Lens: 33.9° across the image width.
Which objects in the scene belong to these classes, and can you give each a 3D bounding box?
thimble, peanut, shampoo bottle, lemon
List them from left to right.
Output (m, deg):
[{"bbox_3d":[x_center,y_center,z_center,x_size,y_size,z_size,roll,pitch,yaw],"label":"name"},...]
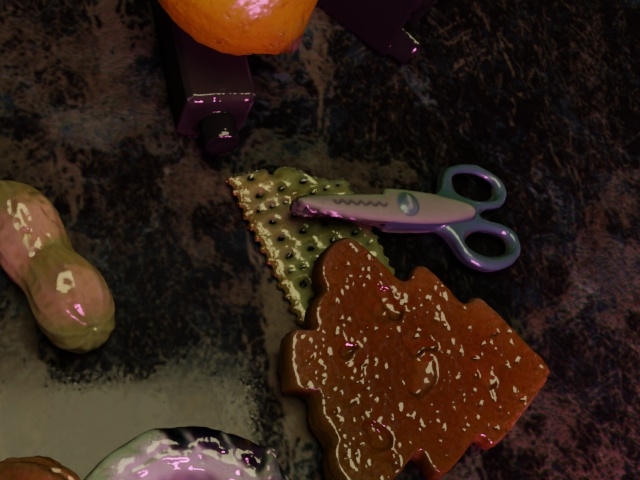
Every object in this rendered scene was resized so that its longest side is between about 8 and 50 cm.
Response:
[{"bbox_3d":[-0.261,0.023,1.005,0.082,0.082,0.187,-29,78,-29],"label":"peanut"},{"bbox_3d":[-0.114,0.283,0.891,0.237,0.150,0.237,9,62,-17],"label":"thimble"},{"bbox_3d":[-0.132,-0.211,1.170,0.079,0.080,0.246,-5,67,-21],"label":"shampoo bottle"},{"bbox_3d":[-0.088,-0.285,1.077,0.181,0.180,0.193,-18,53,-26],"label":"lemon"}]

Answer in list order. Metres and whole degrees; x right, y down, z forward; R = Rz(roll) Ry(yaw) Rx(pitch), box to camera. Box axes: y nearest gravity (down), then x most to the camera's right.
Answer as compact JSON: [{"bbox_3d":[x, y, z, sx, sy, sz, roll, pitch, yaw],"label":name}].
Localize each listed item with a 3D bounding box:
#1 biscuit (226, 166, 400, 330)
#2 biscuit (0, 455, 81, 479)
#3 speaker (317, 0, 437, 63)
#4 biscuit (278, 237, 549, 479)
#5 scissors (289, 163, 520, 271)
[{"bbox_3d":[0.000,0.000,1.150,0.144,0.016,0.203,-18,73,-26],"label":"biscuit"},{"bbox_3d":[-0.247,0.321,0.785,0.277,0.262,0.052,60,17,14],"label":"biscuit"},{"bbox_3d":[0.089,-0.392,1.281,0.254,0.184,0.232,40,58,4],"label":"speaker"},{"bbox_3d":[0.102,0.141,1.097,0.302,0.043,0.278,9,67,-18],"label":"biscuit"},{"bbox_3d":[0.099,-0.031,1.176,0.289,0.041,0.138,3,66,-26],"label":"scissors"}]
